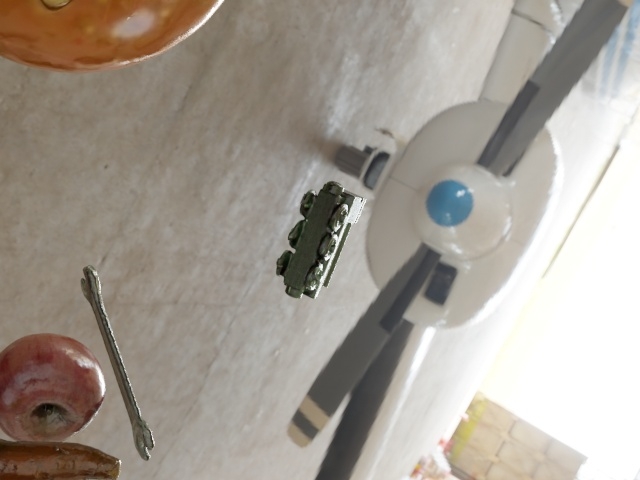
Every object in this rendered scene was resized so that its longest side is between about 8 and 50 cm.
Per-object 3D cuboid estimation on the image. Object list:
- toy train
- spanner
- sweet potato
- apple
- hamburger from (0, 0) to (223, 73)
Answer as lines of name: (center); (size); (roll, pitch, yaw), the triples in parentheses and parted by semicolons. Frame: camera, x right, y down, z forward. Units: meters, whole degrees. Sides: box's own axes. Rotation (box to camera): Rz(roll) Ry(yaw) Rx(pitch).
toy train: (0.000, 0.000, 1.120); (0.171, 0.071, 0.111); (-68, 160, 7)
spanner: (-0.299, 0.176, 1.175); (0.017, 0.302, 0.071); (-13, 159, -32)
sweet potato: (-0.317, 0.200, 0.731); (0.057, 0.264, 0.057); (9, 90, -90)
apple: (-0.368, 0.194, 1.074); (0.153, 0.120, 0.153); (-11, 127, -15)
hamburger: (-0.248, -0.347, 0.750); (0.395, 0.277, 0.396); (-19, 128, -27)
